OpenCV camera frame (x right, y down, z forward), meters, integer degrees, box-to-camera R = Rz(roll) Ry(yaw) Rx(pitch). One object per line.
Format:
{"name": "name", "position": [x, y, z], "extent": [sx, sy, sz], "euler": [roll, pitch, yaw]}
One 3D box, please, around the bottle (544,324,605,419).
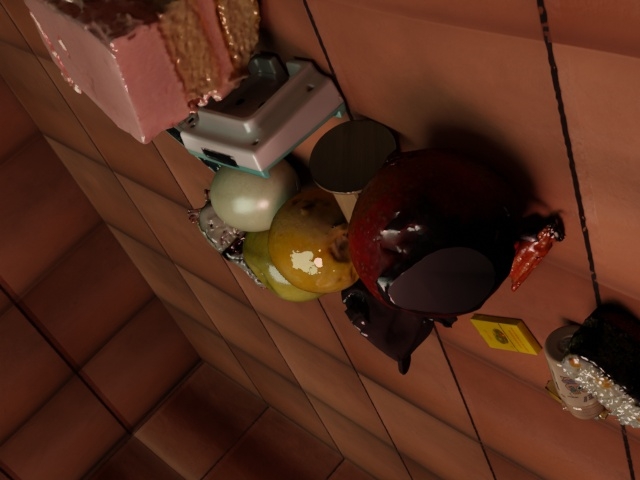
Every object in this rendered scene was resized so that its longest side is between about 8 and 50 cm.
{"name": "bottle", "position": [0.499, 0.258, 1.737], "extent": [0.110, 0.097, 0.209], "euler": [-11, 134, 19]}

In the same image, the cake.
{"name": "cake", "position": [-0.315, -0.388, 1.677], "extent": [0.314, 0.307, 0.293], "euler": [33, 150, 32]}

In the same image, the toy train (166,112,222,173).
{"name": "toy train", "position": [-0.344, -0.300, 2.245], "extent": [0.407, 0.088, 0.086], "euler": [41, 163, 9]}

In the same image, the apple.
{"name": "apple", "position": [-0.064, 0.039, 2.221], "extent": [0.261, 0.194, 0.261], "euler": [44, 166, 14]}

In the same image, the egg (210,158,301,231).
{"name": "egg", "position": [-0.152, -0.113, 2.097], "extent": [0.253, 0.186, 0.186], "euler": [-6, 129, 44]}

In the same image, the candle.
{"name": "candle", "position": [0.352, 0.024, 1.608], "extent": [0.084, 0.059, 0.301], "euler": [33, 158, 4]}

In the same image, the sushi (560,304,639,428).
{"name": "sushi", "position": [0.525, 0.226, 1.577], "extent": [0.225, 0.126, 0.136], "euler": [46, 159, -9]}

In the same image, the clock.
{"name": "clock", "position": [-0.121, -0.245, 1.737], "extent": [0.262, 0.231, 0.116], "euler": [20, 145, 49]}

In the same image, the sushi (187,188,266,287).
{"name": "sushi", "position": [-0.229, 0.003, 2.561], "extent": [0.332, 0.124, 0.130], "euler": [42, 170, 2]}

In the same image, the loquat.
{"name": "loquat", "position": [0.000, 0.000, 1.979], "extent": [0.244, 0.244, 0.244], "euler": [38, 158, 18]}

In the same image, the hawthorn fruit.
{"name": "hawthorn fruit", "position": [0.185, -0.008, 1.518], "extent": [0.316, 0.316, 0.316], "euler": [38, 158, 18]}

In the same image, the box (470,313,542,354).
{"name": "box", "position": [0.388, 0.197, 1.921], "extent": [0.087, 0.023, 0.155], "euler": [49, 159, -20]}

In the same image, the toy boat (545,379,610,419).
{"name": "toy boat", "position": [0.527, 0.327, 1.876], "extent": [0.149, 0.047, 0.049], "euler": [22, 164, 51]}

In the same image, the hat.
{"name": "hat", "position": [0.193, 0.151, 2.058], "extent": [0.238, 0.209, 0.336], "euler": [56, -174, 30]}

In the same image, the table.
{"name": "table", "position": [0.091, -0.097, 1.750], "extent": [0.167, 0.167, 0.226], "euler": [30, 163, 33]}
